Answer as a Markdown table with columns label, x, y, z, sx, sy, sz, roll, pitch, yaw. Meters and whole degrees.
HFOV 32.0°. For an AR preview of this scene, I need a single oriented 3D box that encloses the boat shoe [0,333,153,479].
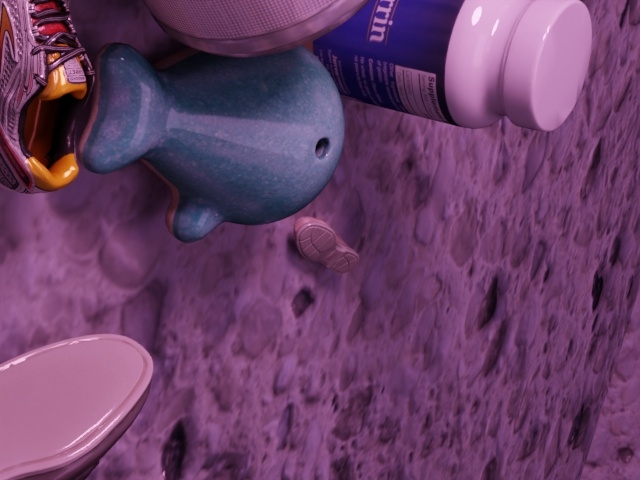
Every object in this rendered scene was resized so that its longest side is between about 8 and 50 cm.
| label | x | y | z | sx | sy | sz | roll | pitch | yaw |
| --- | --- | --- | --- | --- | --- | --- | --- | --- | --- |
| boat shoe | -0.266 | 0.194 | 0.859 | 0.335 | 0.112 | 0.095 | -39 | 155 | -34 |

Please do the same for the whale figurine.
| label | x | y | z | sx | sy | sz | roll | pitch | yaw |
| --- | --- | --- | --- | --- | --- | --- | --- | --- | --- |
| whale figurine | -0.080 | -0.097 | 0.952 | 0.272 | 0.141 | 0.216 | 2 | 105 | -58 |

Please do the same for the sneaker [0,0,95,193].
| label | x | y | z | sx | sy | sz | roll | pitch | yaw |
| --- | --- | --- | --- | --- | --- | --- | --- | --- | --- |
| sneaker | -0.196 | -0.141 | 0.790 | 0.088 | 0.092 | 0.225 | -20 | 122 | -53 |

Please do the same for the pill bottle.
| label | x | y | z | sx | sy | sz | roll | pitch | yaw |
| --- | --- | --- | --- | --- | --- | --- | --- | --- | --- |
| pill bottle | 0.118 | -0.195 | 1.095 | 0.153 | 0.264 | 0.153 | -34 | 133 | -46 |

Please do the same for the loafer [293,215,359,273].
| label | x | y | z | sx | sy | sz | roll | pitch | yaw |
| --- | --- | --- | --- | --- | --- | --- | --- | --- | --- |
| loafer | 0.000 | 0.000 | 1.243 | 0.045 | 0.039 | 0.125 | -38 | 146 | 9 |

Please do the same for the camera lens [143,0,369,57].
| label | x | y | z | sx | sy | sz | roll | pitch | yaw |
| --- | --- | --- | --- | --- | --- | --- | --- | --- | --- |
| camera lens | -0.069 | -0.284 | 0.791 | 0.219 | 0.219 | 0.274 | -59 | 147 | -20 |
